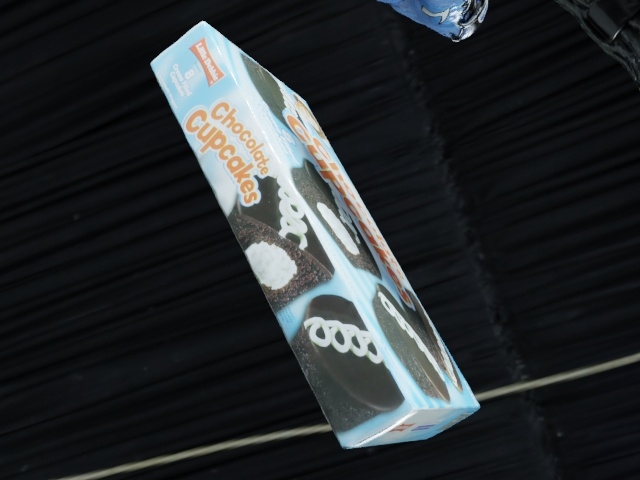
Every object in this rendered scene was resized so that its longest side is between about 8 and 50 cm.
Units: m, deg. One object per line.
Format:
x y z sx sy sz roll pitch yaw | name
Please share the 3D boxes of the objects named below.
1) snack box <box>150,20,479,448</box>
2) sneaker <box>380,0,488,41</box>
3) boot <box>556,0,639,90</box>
0.000 0.000 0.650 0.322 0.060 0.187 61 15 20 | snack box
0.175 -0.344 1.093 0.147 0.130 0.330 31 3 -15 | sneaker
0.367 -0.260 0.690 0.131 0.348 0.260 17 42 -56 | boot
